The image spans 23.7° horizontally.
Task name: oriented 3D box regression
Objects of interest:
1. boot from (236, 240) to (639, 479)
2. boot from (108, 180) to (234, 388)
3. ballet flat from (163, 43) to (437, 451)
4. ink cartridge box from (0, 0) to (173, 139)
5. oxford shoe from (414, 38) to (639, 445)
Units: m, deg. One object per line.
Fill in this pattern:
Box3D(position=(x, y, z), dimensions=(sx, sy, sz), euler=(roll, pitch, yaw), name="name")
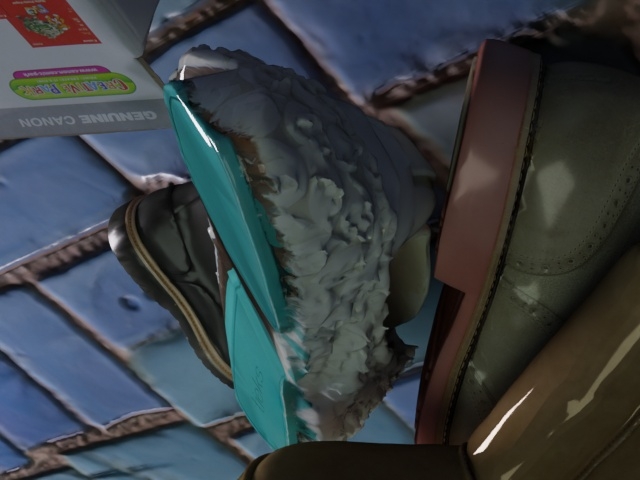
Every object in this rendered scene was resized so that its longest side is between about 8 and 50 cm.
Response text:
Box3D(position=(0.110, 0.091, 0.838), dimensions=(0.236, 0.089, 0.269), euler=(12, 132, -31), name="boot")
Box3D(position=(-0.032, 0.030, 1.034), dimensions=(0.137, 0.077, 0.198), euler=(-25, 124, 36), name="boot")
Box3D(position=(0.000, 0.000, 0.862), dimensions=(0.147, 0.147, 0.409), euler=(14, 155, 8), name="ballet flat")
Box3D(position=(-0.239, -0.177, 0.817), dimensions=(0.310, 0.130, 0.272), euler=(0, 149, 24), name="ink cartridge box")
Box3D(position=(0.140, 0.056, 0.935), dimensions=(0.147, 0.140, 0.397), euler=(9, 141, 6), name="oxford shoe")
